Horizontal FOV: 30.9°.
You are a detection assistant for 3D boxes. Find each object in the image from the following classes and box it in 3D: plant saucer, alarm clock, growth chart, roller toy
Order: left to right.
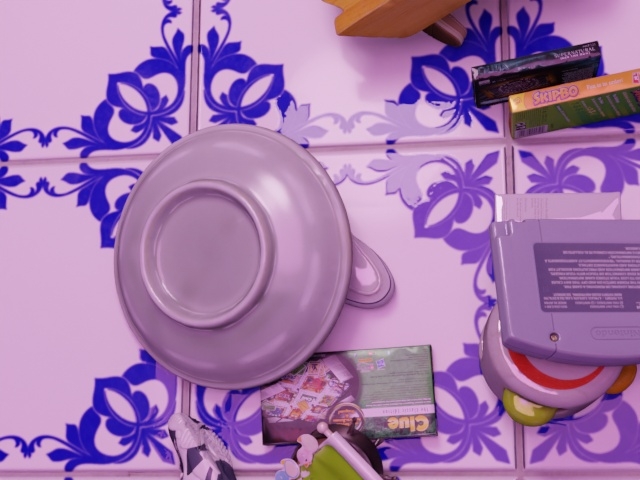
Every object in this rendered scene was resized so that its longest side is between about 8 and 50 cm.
[{"bbox_3d":[-0.154,0.022,1.706,0.400,0.100,0.401,-1,86,24],"label":"plant saucer"},{"bbox_3d":[-0.002,0.385,1.643,0.172,0.021,0.237,37,112,11],"label":"growth chart"},{"bbox_3d":[0.010,0.339,1.671,0.192,0.064,0.129,-34,88,21],"label":"alarm clock"},{"bbox_3d":[0.324,0.150,1.629,0.209,0.146,0.191,-22,73,-7],"label":"roller toy"}]

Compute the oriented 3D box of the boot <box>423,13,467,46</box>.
[{"bbox_3d":[0.186,-0.420,1.817,0.165,0.077,0.213,-45,74,-5],"label":"boot"}]

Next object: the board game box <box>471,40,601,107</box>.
[{"bbox_3d":[0.319,-0.246,1.729,0.186,0.126,0.026,-10,76,6],"label":"board game box"}]

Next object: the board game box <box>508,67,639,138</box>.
[{"bbox_3d":[0.408,-0.206,1.706,0.259,0.124,0.039,-9,76,7],"label":"board game box"}]

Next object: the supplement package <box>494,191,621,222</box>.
[{"bbox_3d":[0.343,-0.007,1.682,0.179,0.105,0.105,0,76,10],"label":"supplement package"}]

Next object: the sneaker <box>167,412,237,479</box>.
[{"bbox_3d":[-0.190,0.376,1.686,0.153,0.094,0.235,-45,65,8],"label":"sneaker"}]

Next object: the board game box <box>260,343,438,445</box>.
[{"bbox_3d":[0.040,0.230,1.718,0.259,0.030,0.136,-4,75,8],"label":"board game box"}]

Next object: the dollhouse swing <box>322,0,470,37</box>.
[{"bbox_3d":[0.200,-0.494,1.768,0.315,0.305,0.347,-26,66,44],"label":"dollhouse swing"}]

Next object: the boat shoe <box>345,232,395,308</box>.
[{"bbox_3d":[0.000,0.000,1.744,0.096,0.088,0.267,-44,75,-3],"label":"boat shoe"}]

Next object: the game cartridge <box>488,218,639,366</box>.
[{"bbox_3d":[0.378,0.069,1.551,0.297,0.062,0.198,1,73,-9],"label":"game cartridge"}]
